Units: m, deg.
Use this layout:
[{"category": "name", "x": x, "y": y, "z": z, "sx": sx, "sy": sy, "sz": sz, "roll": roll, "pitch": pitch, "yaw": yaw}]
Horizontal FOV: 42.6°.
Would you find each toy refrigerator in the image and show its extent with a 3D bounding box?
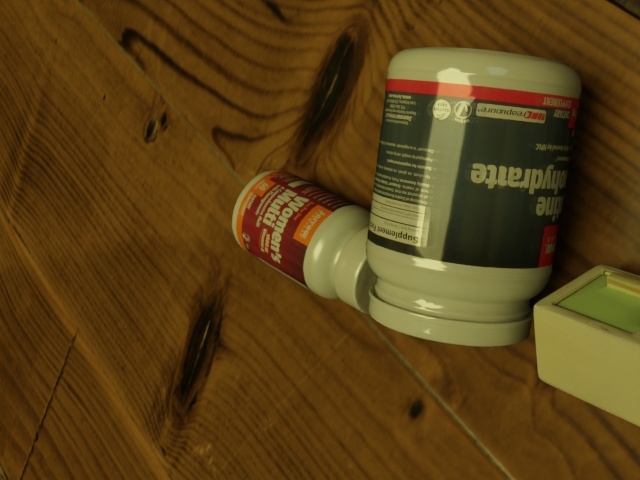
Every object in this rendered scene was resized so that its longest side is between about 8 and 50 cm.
[{"category": "toy refrigerator", "x": 0.318, "y": 0.106, "z": 0.687, "sx": 0.269, "sy": 0.102, "sz": 0.094, "roll": 23, "pitch": 130, "yaw": 52}]

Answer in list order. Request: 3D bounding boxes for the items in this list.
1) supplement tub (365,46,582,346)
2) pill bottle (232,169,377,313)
[{"category": "supplement tub", "x": 0.147, "y": -0.048, "z": 0.826, "sx": 0.191, "sy": 0.191, "sz": 0.272, "roll": 16, "pitch": 104, "yaw": 43}, {"category": "pill bottle", "x": 0.000, "y": 0.000, "z": 1.022, "sx": 0.221, "sy": 0.121, "sz": 0.121, "roll": 28, "pitch": 112, "yaw": 40}]
